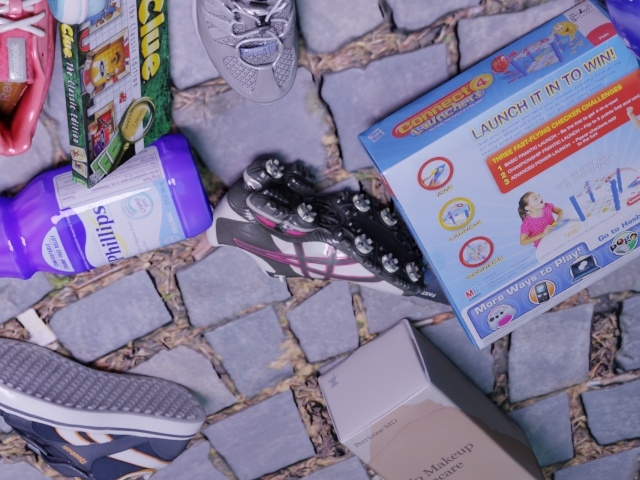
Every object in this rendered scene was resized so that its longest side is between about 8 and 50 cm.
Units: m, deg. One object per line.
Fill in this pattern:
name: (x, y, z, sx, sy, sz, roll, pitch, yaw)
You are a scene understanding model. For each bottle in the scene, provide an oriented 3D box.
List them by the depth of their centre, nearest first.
bottle: (-0.262, -0.024, 1.782, 0.282, 0.092, 0.118, -17, 133, -3)

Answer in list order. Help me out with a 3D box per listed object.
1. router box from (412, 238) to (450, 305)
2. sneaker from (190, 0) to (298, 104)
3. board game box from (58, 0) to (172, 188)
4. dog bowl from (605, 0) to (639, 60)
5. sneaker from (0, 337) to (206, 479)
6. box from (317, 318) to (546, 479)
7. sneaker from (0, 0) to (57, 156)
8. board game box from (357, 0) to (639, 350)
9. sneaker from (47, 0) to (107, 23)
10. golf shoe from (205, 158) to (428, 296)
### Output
router box: (0.159, 0.031, 2.002, 0.122, 0.038, 0.092, 16, 123, -29)
sneaker: (-0.077, -0.238, 1.643, 0.105, 0.115, 0.281, -17, 132, -4)
board game box: (-0.202, -0.189, 1.653, 0.136, 0.030, 0.260, -44, 148, -40)
dog bowl: (0.428, -0.284, 1.719, 0.265, 0.104, 0.265, -9, 112, -23)
sneaker: (-0.295, 0.214, 1.952, 0.321, 0.126, 0.127, 19, 115, -32)
box: (0.148, 0.250, 2.130, 0.148, 0.121, 0.311, -36, 131, 14)
sneaker: (-0.285, -0.216, 1.581, 0.116, 0.136, 0.314, -4, 130, -16)
board game box: (0.241, -0.069, 1.880, 0.308, 0.086, 0.302, -30, 128, 1)
sneaker: (-0.141, -0.346, 1.476, 0.208, 0.127, 0.319, 1, 107, -22)
golf shoe: (0.000, 0.000, 1.900, 0.273, 0.105, 0.120, 27, 132, -28)
